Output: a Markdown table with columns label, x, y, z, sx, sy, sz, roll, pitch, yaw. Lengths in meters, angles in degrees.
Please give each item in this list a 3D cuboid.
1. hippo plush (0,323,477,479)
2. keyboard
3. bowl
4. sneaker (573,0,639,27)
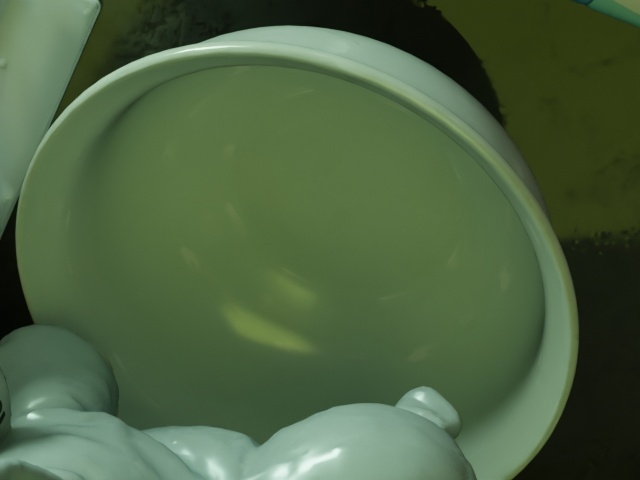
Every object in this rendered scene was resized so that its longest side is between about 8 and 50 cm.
| label | x | y | z | sx | sy | sz | roll | pitch | yaw |
| --- | --- | --- | --- | --- | --- | --- | --- | --- | --- |
| hippo plush | -0.046 | 0.126 | 0.845 | 0.236 | 0.234 | 0.294 | -6 | 130 | -5 |
| keyboard | -0.208 | -0.037 | 0.998 | 0.072 | 0.014 | 0.256 | 23 | 105 | -11 |
| bowl | 0.000 | 0.000 | 0.918 | 0.298 | 0.134 | 0.298 | 10 | 126 | 14 |
| sneaker | 0.149 | -0.223 | 0.855 | 0.319 | 0.127 | 0.208 | 17 | 104 | -28 |
